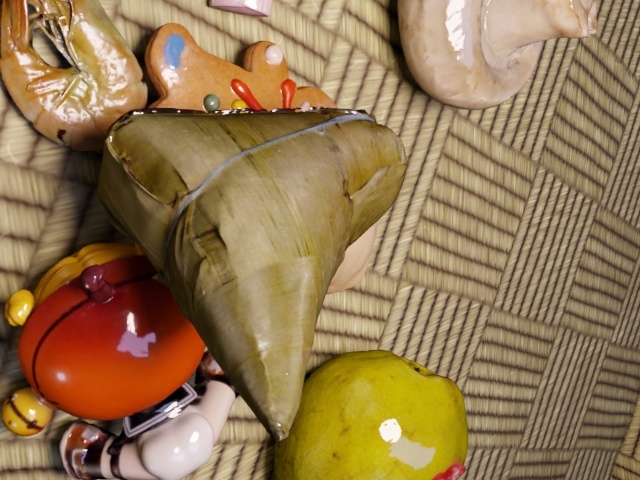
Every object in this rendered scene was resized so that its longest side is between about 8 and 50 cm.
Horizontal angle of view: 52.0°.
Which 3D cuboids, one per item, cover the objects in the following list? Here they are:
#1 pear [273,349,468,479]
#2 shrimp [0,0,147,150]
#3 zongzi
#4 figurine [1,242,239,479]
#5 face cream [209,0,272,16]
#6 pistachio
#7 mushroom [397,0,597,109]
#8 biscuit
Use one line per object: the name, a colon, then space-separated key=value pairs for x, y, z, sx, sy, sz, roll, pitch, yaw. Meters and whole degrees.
pear: x=0.065 y=0.345 z=1.076 sx=0.287 sy=0.287 sz=0.375 roll=31 pitch=101 yaw=-42
shrimp: x=-0.292 y=-0.222 z=0.728 sx=0.145 sy=0.061 sz=0.267 roll=-31 pitch=124 yaw=-20
zongzi: x=0.000 y=0.000 z=0.689 sx=0.356 sy=0.393 sz=0.174 roll=-13 pitch=135 yaw=-33
figurine: x=-0.230 y=0.138 z=0.793 sx=0.320 sy=0.196 sz=0.323 roll=-30 pitch=122 yaw=-20
face cream: x=-0.092 y=-0.395 z=0.846 sx=0.084 sy=0.057 sz=0.198 roll=8 pitch=100 yaw=-10
pistachio: x=0.008 y=-0.010 z=0.914 sx=0.152 sy=0.126 sz=0.223 roll=42 pitch=56 yaw=-7
mushroom: x=0.275 y=-0.350 z=1.028 sx=0.297 sy=0.290 sz=0.297 roll=-12 pitch=109 yaw=-38
biscuit: x=-0.084 y=-0.167 z=0.861 sx=0.324 sy=0.049 sz=0.205 roll=9 pitch=84 yaw=-45
